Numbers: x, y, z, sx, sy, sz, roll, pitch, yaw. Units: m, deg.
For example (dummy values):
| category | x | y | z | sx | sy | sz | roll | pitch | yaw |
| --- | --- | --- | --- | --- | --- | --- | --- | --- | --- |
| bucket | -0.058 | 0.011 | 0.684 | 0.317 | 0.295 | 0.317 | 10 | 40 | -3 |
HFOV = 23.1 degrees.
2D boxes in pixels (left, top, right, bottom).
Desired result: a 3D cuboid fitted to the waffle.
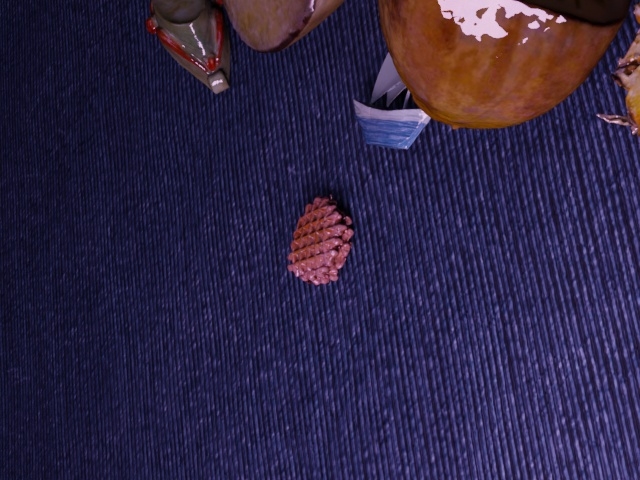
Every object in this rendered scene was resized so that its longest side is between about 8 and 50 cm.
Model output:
| category | x | y | z | sx | sy | sz | roll | pitch | yaw |
| --- | --- | --- | --- | --- | --- | --- | --- | --- | --- |
| waffle | 0.000 | 0.000 | 1.439 | 0.075 | 0.029 | 0.083 | 41 | 110 | 52 |

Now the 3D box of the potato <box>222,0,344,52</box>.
| category | x | y | z | sx | sy | sz | roll | pitch | yaw |
| --- | --- | --- | --- | --- | --- | --- | --- | --- | --- |
| potato | -0.024 | -0.325 | 1.509 | 0.239 | 0.116 | 0.299 | -33 | 64 | 52 |

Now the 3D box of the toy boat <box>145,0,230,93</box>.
| category | x | y | z | sx | sy | sz | roll | pitch | yaw |
| --- | --- | --- | --- | --- | --- | --- | --- | --- | --- |
| toy boat | -0.141 | -0.235 | 1.680 | 0.089 | 0.071 | 0.185 | -24 | 48 | -2 |

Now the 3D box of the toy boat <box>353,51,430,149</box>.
| category | x | y | z | sx | sy | sz | roll | pitch | yaw |
| --- | --- | --- | --- | --- | --- | --- | --- | --- | --- |
| toy boat | 0.064 | -0.148 | 1.390 | 0.105 | 0.034 | 0.149 | -21 | 63 | 48 |

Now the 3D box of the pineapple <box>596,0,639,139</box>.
| category | x | y | z | sx | sy | sz | roll | pitch | yaw |
| --- | --- | --- | --- | --- | --- | --- | --- | --- | --- |
| pineapple | 0.263 | -0.098 | 1.063 | 0.135 | 0.079 | 0.233 | -35 | 46 | 33 |

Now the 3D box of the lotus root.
| category | x | y | z | sx | sy | sz | roll | pitch | yaw |
| --- | --- | --- | --- | --- | --- | --- | --- | --- | --- |
| lotus root | 0.131 | -0.182 | 1.189 | 0.180 | 0.188 | 0.199 | 110 | -176 | -49 |
